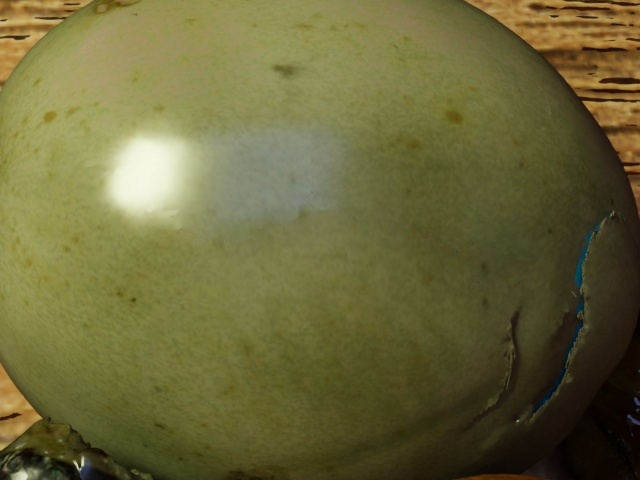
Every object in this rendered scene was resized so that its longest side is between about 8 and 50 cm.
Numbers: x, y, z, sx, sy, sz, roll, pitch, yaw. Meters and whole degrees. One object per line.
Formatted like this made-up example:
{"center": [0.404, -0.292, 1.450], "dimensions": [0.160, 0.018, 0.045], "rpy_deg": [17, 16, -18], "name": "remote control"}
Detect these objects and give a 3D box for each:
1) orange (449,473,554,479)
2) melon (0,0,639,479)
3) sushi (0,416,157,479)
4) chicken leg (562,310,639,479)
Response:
{"center": [0.064, 0.228, 0.635], "dimensions": [0.264, 0.264, 0.264], "rpy_deg": [4, 63, -7], "name": "orange"}
{"center": [0.000, 0.000, 0.731], "dimensions": [0.330, 0.268, 0.268], "rpy_deg": [7, 62, -23], "name": "melon"}
{"center": [-0.112, 0.163, 0.664], "dimensions": [0.147, 0.212, 0.115], "rpy_deg": [28, 59, -4], "name": "sushi"}
{"center": [0.169, 0.134, 0.803], "dimensions": [0.107, 0.087, 0.251], "rpy_deg": [3, 69, 13], "name": "chicken leg"}
